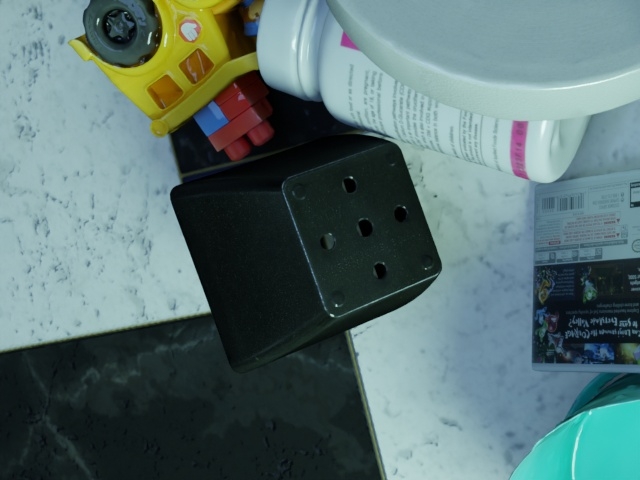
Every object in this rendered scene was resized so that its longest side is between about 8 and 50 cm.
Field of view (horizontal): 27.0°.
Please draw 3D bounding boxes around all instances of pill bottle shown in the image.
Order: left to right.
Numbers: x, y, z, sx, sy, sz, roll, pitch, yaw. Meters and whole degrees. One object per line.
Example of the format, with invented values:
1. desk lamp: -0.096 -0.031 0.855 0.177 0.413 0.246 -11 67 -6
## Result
1. pill bottle: 0.097 -0.164 1.188 0.283 0.160 0.160 18 108 22

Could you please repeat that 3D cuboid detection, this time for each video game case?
1. video game case: 0.252 0.028 1.154 0.190 0.022 0.173 -7 79 58

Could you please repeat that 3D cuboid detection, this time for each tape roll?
1. tape roll: 0.172 -0.288 1.074 0.392 0.072 0.392 -2 73 8

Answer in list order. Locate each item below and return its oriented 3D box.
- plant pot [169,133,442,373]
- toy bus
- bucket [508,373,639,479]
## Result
1. plant pot: 0.000 0.000 1.219 0.167 0.188 0.187 -18 92 63
2. toy bus: -0.098 -0.194 1.294 0.220 0.149 0.211 -36 94 25
3. bucket: 0.306 0.240 1.157 0.281 0.183 0.281 5 102 25
